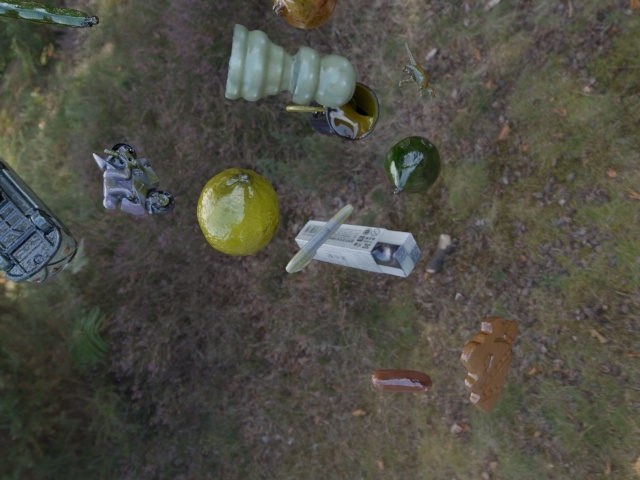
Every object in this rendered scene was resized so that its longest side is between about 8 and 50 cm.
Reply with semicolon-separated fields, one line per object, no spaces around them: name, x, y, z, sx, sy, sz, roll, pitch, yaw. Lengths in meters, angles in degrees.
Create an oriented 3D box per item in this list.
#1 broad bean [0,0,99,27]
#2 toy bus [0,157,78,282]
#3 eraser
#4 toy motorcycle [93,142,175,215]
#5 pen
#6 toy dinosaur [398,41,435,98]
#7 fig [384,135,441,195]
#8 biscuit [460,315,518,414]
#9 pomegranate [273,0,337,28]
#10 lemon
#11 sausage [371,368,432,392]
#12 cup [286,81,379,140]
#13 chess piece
broad bean;-0.583;-0.464;1.034;0.060;0.298;0.043;-76;-4;-71
toy bus;-0.381;-0.027;0.632;0.194;0.089;0.087;42;83;14
eraser;0.101;0.017;1.519;0.404;0.096;0.098;10;53;46
toy motorcycle;-0.473;-0.135;1.248;0.225;0.152;0.073;51;145;5
pen;0.000;0.000;1.252;0.233;0.040;0.032;-44;25;16
toy dinosaur;0.318;-0.539;1.627;0.039;0.127;0.161;-146;65;-79
fig;0.308;-0.236;1.718;0.195;0.195;0.244;-37;18;39
biscuit;0.490;0.363;1.461;0.043;0.284;0.306;14;113;44
pomegranate;-0.048;-0.711;1.432;0.209;0.209;0.209;-26;56;46
lemon;-0.190;-0.065;1.195;0.231;0.193;0.192;107;156;-49
sausage;0.257;0.445;1.618;0.077;0.194;0.077;-175;90;-86
cup;0.032;-0.444;1.681;0.178;0.255;0.256;-61;22;3
chess piece;-0.071;-0.431;1.315;0.182;0.331;0.182;-173;90;-80
